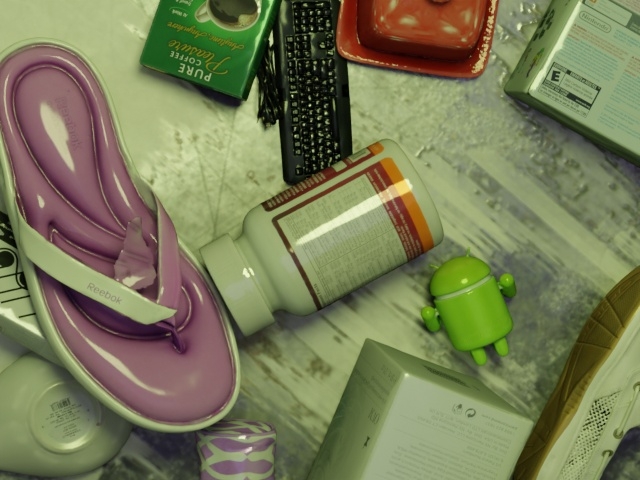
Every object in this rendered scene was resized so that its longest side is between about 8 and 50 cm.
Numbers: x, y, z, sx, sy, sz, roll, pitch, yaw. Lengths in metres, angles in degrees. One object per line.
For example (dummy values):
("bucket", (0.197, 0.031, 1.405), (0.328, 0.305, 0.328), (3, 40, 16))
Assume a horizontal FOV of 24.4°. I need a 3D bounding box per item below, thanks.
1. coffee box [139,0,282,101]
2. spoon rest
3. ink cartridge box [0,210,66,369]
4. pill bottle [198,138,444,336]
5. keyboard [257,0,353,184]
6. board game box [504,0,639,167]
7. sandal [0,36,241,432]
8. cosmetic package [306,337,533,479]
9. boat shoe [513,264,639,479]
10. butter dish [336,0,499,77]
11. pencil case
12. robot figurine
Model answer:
("coffee box", (-0.097, -0.241, 1.462), (0.113, 0.040, 0.184), (18, 91, 6))
("spoon rest", (-0.319, 0.190, 1.469), (0.276, 0.084, 0.137), (-18, 97, -18))
("ink cartridge box", (-0.259, 0.062, 1.453), (0.207, 0.046, 0.097), (31, 59, -8))
("pill bottle", (0.000, 0.000, 1.459), (0.221, 0.121, 0.121), (-28, 97, -3))
("keyboard", (-0.018, -0.148, 1.489), (0.100, 0.038, 0.192), (-5, 94, -6))
("board game box", (0.360, -0.230, 1.497), (0.224, 0.097, 0.303), (28, 92, -9))
("sandal", (-0.208, -0.005, 1.401), (0.169, 0.102, 0.416), (-27, 86, -20))
("cosmetic package", (0.076, 0.233, 1.432), (0.138, 0.224, 0.224), (21, 91, -8))
("boat shoe", (0.300, 0.157, 1.521), (0.096, 0.098, 0.277), (26, 100, -8))
("butter dish", (0.107, -0.247, 1.455), (0.160, 0.118, 0.159), (8, 94, -7))
("pencil case", (-0.090, 0.280, 1.492), (0.088, 0.086, 0.206), (5, 93, 21))
("robot figurine", (0.154, 0.067, 1.508), (0.101, 0.067, 0.115), (-24, 96, 4))
